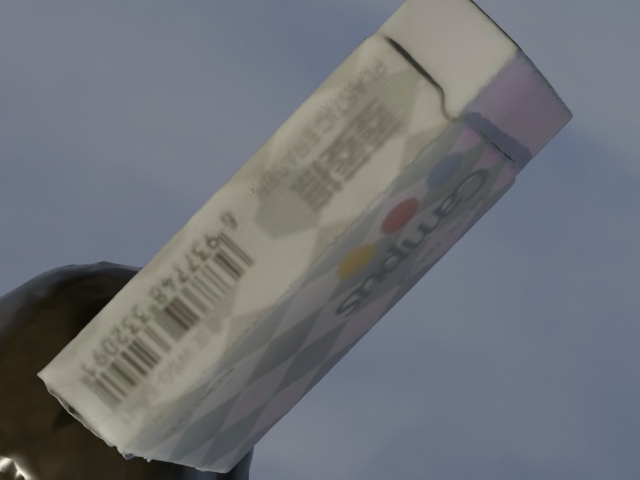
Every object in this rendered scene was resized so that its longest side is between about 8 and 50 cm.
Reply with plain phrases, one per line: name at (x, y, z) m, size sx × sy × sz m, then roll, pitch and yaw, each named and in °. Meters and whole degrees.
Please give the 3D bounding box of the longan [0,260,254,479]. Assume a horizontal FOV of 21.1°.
longan at (-0.269, 0.229, 2.038) m, size 0.436 × 0.404 × 0.404 m, roll -38°, pitch -120°, yaw -25°

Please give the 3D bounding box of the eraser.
eraser at (-0.001, 0.000, 1.249) m, size 0.082 × 0.397 × 0.213 m, roll 47°, pitch -172°, yaw 24°
